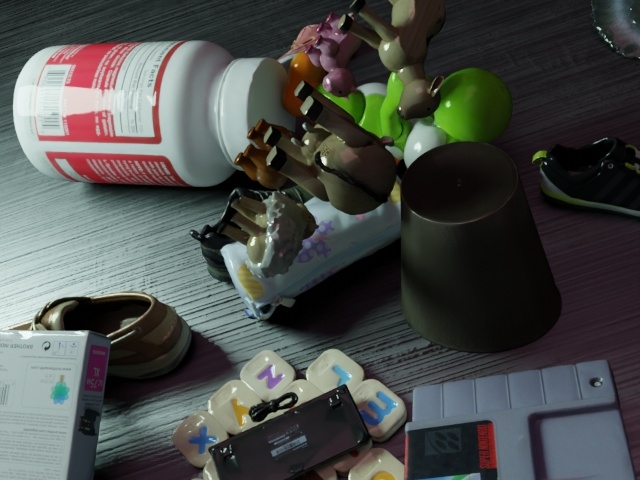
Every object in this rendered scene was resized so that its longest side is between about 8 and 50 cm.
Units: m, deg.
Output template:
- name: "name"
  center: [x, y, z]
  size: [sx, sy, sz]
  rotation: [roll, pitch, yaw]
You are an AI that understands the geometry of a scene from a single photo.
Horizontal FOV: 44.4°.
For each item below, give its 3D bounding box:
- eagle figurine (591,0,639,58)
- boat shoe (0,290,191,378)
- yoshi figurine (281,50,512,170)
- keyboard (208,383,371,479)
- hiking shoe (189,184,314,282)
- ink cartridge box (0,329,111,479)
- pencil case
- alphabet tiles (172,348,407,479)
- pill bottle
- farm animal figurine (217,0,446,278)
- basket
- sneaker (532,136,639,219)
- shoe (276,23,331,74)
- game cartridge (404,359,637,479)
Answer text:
- name: "eagle figurine"
  center: [0.590, -0.361, 1.173]
  size: [0.226, 0.225, 0.298]
  rotation: [17, 9, -17]
- name: "boat shoe"
  center: [-0.342, 0.126, 1.068]
  size: [0.325, 0.116, 0.123]
  rotation: [-11, 46, 8]
- name: "yoshi figurine"
  center: [0.134, -0.196, 1.149]
  size: [0.362, 0.203, 0.203]
  rotation: [28, 55, 30]
- name: "keyboard"
  center: [-0.041, 0.229, 0.917]
  size: [0.180, 0.023, 0.108]
  rotation: [-24, 53, -4]
- name: "hiking shoe"
  center: [-0.075, -0.036, 1.125]
  size: [0.227, 0.114, 0.086]
  rotation: [-37, 49, -15]
- name: "ink cartridge box"
  center: [-0.363, 0.264, 0.942]
  size: [0.186, 0.065, 0.310]
  rotation: [-1, 73, 19]
- name: "pencil case"
  center: [0.000, 0.000, 1.067]
  size: [0.273, 0.113, 0.124]
  rotation: [-31, 27, -10]
- name: "alphabet tiles"
  center: [-0.038, 0.257, 0.919]
  size: [0.284, 0.021, 0.278]
  rotation: [-41, 50, -18]
- name: "pill bottle"
  center: [-0.259, -0.201, 1.255]
  size: [0.408, 0.229, 0.229]
  rotation: [4, 52, 21]
- name: "farm animal figurine"
  center: [0.041, -0.134, 0.948]
  size: [0.330, 0.172, 0.326]
  rotation: [-49, 19, 31]
- name: "basket"
  center: [0.178, 0.007, 0.927]
  size: [0.205, 0.226, 0.154]
  rotation: [2, 51, 19]
- name: "sneaker"
  center: [0.397, -0.086, 1.023]
  size: [0.235, 0.097, 0.084]
  rotation: [2, 51, 20]
- name: "shoe"
  center: [-0.032, -0.332, 1.410]
  size: [0.178, 0.063, 0.081]
  rotation: [-28, 46, -14]
- name: "game cartridge"
  center: [0.191, 0.272, 0.750]
  size: [0.230, 0.068, 0.355]
  rotation: [-9, 37, 14]
